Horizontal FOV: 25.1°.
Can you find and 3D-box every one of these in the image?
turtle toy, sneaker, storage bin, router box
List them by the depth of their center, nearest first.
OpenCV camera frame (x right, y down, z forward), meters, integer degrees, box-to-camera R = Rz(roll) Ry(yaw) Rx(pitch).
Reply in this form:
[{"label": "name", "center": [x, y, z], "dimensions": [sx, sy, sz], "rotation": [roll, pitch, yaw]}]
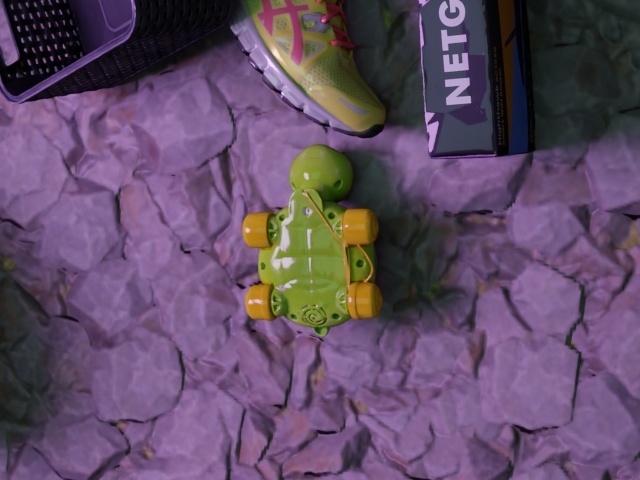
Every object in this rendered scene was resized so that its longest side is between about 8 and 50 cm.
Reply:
[{"label": "router box", "center": [0.097, -0.140, 0.893], "dimensions": [0.046, 0.133, 0.179], "rotation": [-3, 94, 19]}, {"label": "sneaker", "center": [-0.014, -0.161, 0.955], "dimensions": [0.094, 0.081, 0.208], "rotation": [-38, 82, 15]}, {"label": "storage bin", "center": [-0.152, -0.174, 0.956], "dimensions": [0.180, 0.084, 0.122], "rotation": [-18, 89, 47]}, {"label": "turtle toy", "center": [0.000, 0.000, 0.971], "dimensions": [0.095, 0.066, 0.130], "rotation": [-1, 94, 18]}]
